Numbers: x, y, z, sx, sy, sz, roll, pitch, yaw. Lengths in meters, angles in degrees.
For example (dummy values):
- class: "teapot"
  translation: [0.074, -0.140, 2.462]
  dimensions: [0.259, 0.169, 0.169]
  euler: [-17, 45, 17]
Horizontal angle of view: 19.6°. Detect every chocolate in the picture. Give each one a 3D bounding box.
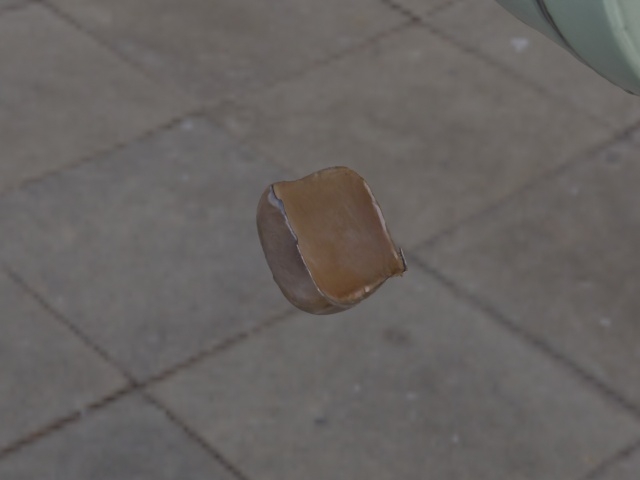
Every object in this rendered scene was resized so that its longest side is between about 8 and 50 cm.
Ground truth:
- class: "chocolate"
  translation: [0.000, 0.000, 0.834]
  dimensions: [0.031, 0.064, 0.101]
  euler: [-23, 2, 26]

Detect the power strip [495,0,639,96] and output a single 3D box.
- class: "power strip"
  translation: [0.232, -0.241, 0.965]
  dimensions: [0.357, 0.357, 0.161]
  euler: [-17, 34, -24]
